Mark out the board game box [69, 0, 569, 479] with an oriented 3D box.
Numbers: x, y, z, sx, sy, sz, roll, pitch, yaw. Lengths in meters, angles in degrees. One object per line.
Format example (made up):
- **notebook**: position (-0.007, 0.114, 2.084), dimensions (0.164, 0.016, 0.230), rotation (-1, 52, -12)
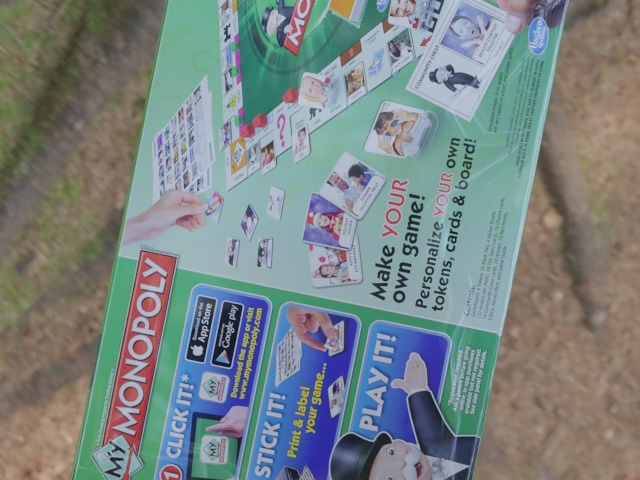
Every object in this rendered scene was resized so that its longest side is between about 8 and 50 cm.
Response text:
- **board game box**: position (0.000, 0.000, 0.896), dimensions (0.213, 0.046, 0.317), rotation (12, 91, 6)
